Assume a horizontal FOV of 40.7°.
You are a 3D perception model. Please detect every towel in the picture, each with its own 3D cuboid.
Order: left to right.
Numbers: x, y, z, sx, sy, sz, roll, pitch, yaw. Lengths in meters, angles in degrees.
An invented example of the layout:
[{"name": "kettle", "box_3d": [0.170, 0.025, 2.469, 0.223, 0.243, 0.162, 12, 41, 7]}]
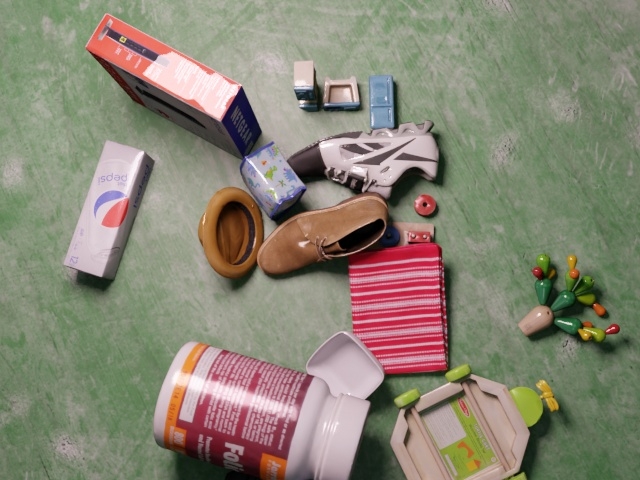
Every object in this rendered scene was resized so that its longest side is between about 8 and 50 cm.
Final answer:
[{"name": "towel", "box_3d": [0.163, 0.145, 1.801, 0.198, 0.031, 0.275, -4, 95, 5]}]

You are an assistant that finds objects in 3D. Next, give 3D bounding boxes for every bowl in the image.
[{"name": "bowl", "box_3d": [0.056, 0.265, 1.793, 0.142, 0.053, 0.142, 47, 115, 6]}]

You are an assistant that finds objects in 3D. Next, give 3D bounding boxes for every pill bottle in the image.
[{"name": "pill bottle", "box_3d": [-0.112, 0.358, 1.718, 0.392, 0.224, 0.224, 15, 84, 8]}]

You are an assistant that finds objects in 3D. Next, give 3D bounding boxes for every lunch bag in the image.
[{"name": "lunch bag", "box_3d": [-0.108, -0.117, 1.824, 0.096, 0.151, 0.129, -32, 83, -25]}]

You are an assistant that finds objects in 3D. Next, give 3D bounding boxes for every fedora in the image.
[{"name": "fedora", "box_3d": [-0.203, -0.016, 1.833, 0.079, 0.194, 0.194, -1, 81, 41]}]

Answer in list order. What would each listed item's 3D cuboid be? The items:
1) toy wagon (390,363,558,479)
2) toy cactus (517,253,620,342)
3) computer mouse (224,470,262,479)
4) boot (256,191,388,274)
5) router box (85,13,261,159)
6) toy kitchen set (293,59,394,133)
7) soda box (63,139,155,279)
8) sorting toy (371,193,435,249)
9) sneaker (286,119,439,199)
[{"name": "toy wagon", "box_3d": [0.322, 0.392, 1.772, 0.344, 0.068, 0.267, -26, 82, -1]}, {"name": "toy cactus", "box_3d": [0.495, 0.140, 1.784, 0.180, 0.112, 0.219, -37, 91, 8]}, {"name": "computer mouse", "box_3d": [-0.166, 0.556, 1.779, 0.188, 0.072, 0.272, 7, 83, 4]}, {"name": "boot", "box_3d": [0.000, 0.000, 1.794, 0.305, 0.115, 0.112, -25, 115, 12]}, {"name": "router box", "box_3d": [-0.285, -0.303, 1.761, 0.301, 0.335, 0.082, 29, 85, 7]}, {"name": "toy kitchen set", "box_3d": [0.053, -0.302, 1.825, 0.207, 0.166, 0.122, -2, 83, 4]}, {"name": "soda box", "box_3d": [-0.454, -0.063, 1.862, 0.091, 0.098, 0.286, 17, 84, 5]}, {"name": "sorting toy", "box_3d": [0.174, 0.034, 1.836, 0.132, 0.046, 0.275, 3, 84, 4]}, {"name": "sneaker", "box_3d": [0.092, -0.153, 1.826, 0.330, 0.122, 0.146, -11, 80, 3]}]
